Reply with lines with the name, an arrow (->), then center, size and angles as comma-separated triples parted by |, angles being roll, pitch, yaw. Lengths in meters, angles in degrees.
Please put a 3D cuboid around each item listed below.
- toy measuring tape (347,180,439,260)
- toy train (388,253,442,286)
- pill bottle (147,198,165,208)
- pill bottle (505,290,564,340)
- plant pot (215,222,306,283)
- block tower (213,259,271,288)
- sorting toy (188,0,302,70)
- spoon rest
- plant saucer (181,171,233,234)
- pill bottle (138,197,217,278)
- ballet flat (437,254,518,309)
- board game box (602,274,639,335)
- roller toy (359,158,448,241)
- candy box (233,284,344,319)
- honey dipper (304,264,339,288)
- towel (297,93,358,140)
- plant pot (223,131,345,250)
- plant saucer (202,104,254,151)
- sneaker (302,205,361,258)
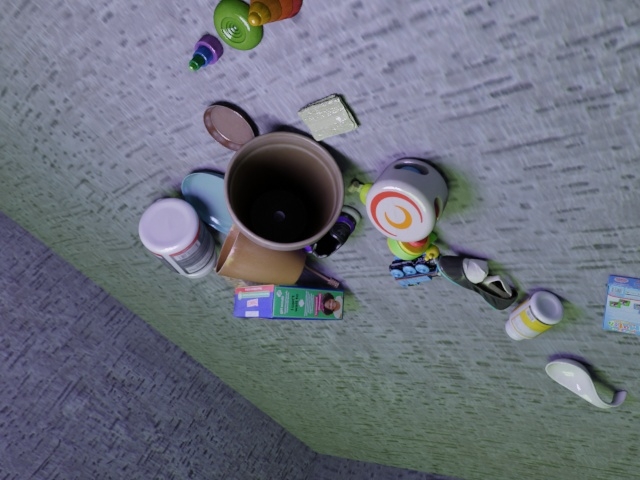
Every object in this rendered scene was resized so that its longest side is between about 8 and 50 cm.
toy measuring tape -> 0.202, -0.036, 1.563 | 0.330, 0.121, 0.121 | 34, 147, -10
toy train -> 0.301, 0.087, 1.702 | 0.184, 0.080, 0.105 | -15, 137, 44
pill bottle -> -0.621, -0.089, 2.108 | 0.108, 0.108, 0.180 | 36, 147, -13
pill bottle -> 0.630, 0.231, 1.629 | 0.103, 0.103, 0.184 | 27, 148, 2
plant pot -> -0.184, 0.046, 1.815 | 0.254, 0.237, 0.237 | 23, 149, -15
block tower -> -0.279, 0.181, 2.244 | 0.097, 0.091, 0.335 | -11, 131, 46
sorting toy -> -0.200, -0.475, 1.248 | 0.365, 0.126, 0.127 | -15, 128, 46
spoon rest -> 0.874, 0.474, 1.802 | 0.276, 0.084, 0.137 | 29, 147, -2
plant saucer -> -0.334, -0.129, 1.901 | 0.317, 0.044, 0.318 | 20, 147, 14
pill bottle -> -0.508, 0.007, 2.016 | 0.210, 0.210, 0.363 | 21, 162, 11
ballet flat -> 0.471, 0.109, 1.600 | 0.280, 0.095, 0.096 | 30, 139, -23
board game box -> 0.848, 0.181, 1.458 | 0.160, 0.039, 0.212 | 8, 142, 28
roller toy -> 0.229, -0.105, 1.420 | 0.209, 0.146, 0.191 | 47, 140, -11
candy box -> -0.117, 0.230, 2.003 | 0.317, 0.122, 0.268 | 6, 171, -38
honey dipper -> -0.004, 0.126, 2.025 | 0.160, 0.030, 0.030 | 32, 147, 1
towel -> 0.017, -0.312, 1.403 | 0.148, 0.027, 0.110 | -7, 132, 42
plant pot -> -0.109, -0.105, 1.567 | 0.323, 0.323, 0.280 | 28, 164, 1
plant saucer -> -0.260, -0.329, 1.583 | 0.168, 0.029, 0.168 | 20, 147, 14
sneaker -> 0.000, -0.001, 1.734 | 0.102, 0.146, 0.293 | 37, 146, -14
